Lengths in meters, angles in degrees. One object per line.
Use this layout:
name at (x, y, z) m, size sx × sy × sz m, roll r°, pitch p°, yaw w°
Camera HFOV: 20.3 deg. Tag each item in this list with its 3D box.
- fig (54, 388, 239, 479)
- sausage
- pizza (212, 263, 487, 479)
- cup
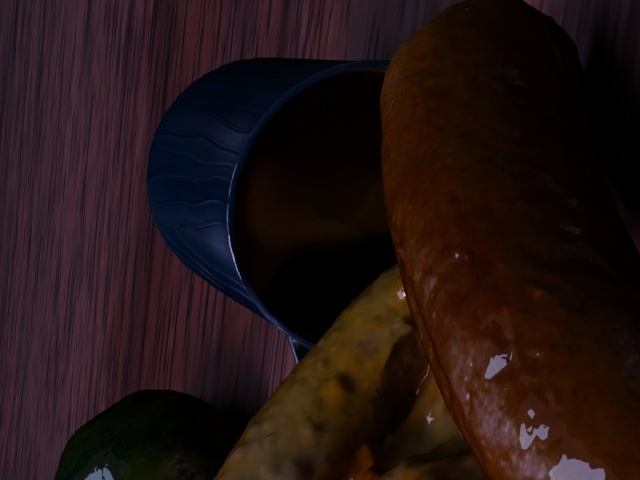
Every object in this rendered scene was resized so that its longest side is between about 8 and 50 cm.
fig at (-0.096, 0.128, 0.988) m, size 0.177 × 0.117 × 0.117 m, roll -122°, pitch 38°, yaw -70°
sausage at (0.083, 0.031, 0.541) m, size 0.302 × 0.102 × 0.076 m, roll -113°, pitch 24°, yaw -45°
pizza at (0.022, 0.142, 0.576) m, size 0.182 × 0.074 × 0.365 m, roll -1°, pitch 52°, yaw 36°
cup at (-0.009, -0.004, 0.748) m, size 0.138 × 0.113 × 0.150 m, roll -159°, pitch 83°, yaw -68°
